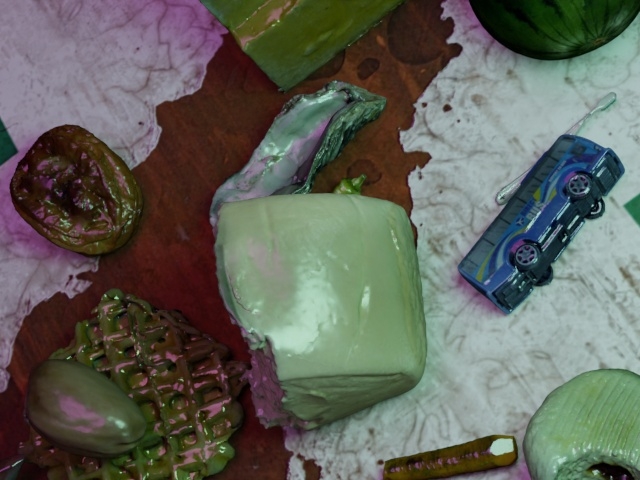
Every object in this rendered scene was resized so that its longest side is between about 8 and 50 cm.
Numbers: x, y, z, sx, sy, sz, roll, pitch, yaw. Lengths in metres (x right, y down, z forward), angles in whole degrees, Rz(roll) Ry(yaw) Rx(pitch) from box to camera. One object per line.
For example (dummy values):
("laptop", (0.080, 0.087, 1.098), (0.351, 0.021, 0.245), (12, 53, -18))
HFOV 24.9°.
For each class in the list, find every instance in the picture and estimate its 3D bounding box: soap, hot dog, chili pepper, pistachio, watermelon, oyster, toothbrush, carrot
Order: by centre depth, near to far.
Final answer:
("carrot", (0.155, 0.266, 1.751), (0.171, 0.042, 0.042), (-13, 65, 20))
("watermelon", (0.297, -0.350, 1.820), (0.242, 0.242, 0.242), (-8, 67, 20))
("toothbrush", (0.301, -0.118, 1.849), (0.204, 0.022, 0.017), (-42, 60, 4))
("pistachio", (-0.303, 0.218, 1.850), (0.185, 0.126, 0.108), (30, 125, 29))
("chili pepper", (-0.001, 0.000, 1.924), (0.049, 0.043, 0.208), (25, 85, 0))
("soap", (-0.004, -0.397, 1.927), (0.339, 0.304, 0.169), (-37, 64, 6))
("oyster", (-0.043, -0.110, 1.955), (0.199, 0.087, 0.252), (-5, 49, 42))
("hot dog", (-0.354, -0.074, 2.069), (0.227, 0.099, 0.160), (31, 84, 32))

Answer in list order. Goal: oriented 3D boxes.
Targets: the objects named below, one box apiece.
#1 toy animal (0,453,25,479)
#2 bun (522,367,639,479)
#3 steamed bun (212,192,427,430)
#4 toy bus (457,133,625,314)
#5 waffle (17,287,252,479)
("toy animal", (-0.479, 0.398, 1.938), (0.324, 0.090, 0.195), (-13, 73, 19))
("bun", (0.333, 0.250, 1.625), (0.204, 0.126, 0.212), (-36, 49, -21))
("steamed bun", (-0.014, 0.076, 1.755), (0.274, 0.272, 0.290), (-17, 80, 13))
("toy bus", (0.272, -0.025, 1.792), (0.094, 0.079, 0.236), (36, 87, 32))
("waffle", (-0.251, 0.225, 1.919), (0.317, 0.073, 0.297), (25, 81, 29))
